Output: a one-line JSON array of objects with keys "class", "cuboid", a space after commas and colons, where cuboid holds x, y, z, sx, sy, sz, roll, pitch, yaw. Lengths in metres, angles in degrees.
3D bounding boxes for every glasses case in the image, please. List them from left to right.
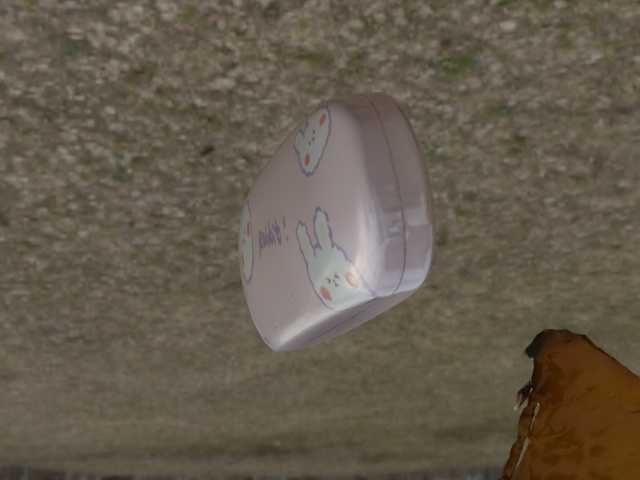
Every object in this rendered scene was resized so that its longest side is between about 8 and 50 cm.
[{"class": "glasses case", "cuboid": [0.000, 0.000, 0.656, 0.075, 0.113, 0.297, -8, 168, -17]}]

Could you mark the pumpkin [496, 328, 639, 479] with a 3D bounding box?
[{"class": "pumpkin", "cuboid": [0.245, 0.137, 0.464, 0.303, 0.256, 0.225, -25, 119, 7]}]
